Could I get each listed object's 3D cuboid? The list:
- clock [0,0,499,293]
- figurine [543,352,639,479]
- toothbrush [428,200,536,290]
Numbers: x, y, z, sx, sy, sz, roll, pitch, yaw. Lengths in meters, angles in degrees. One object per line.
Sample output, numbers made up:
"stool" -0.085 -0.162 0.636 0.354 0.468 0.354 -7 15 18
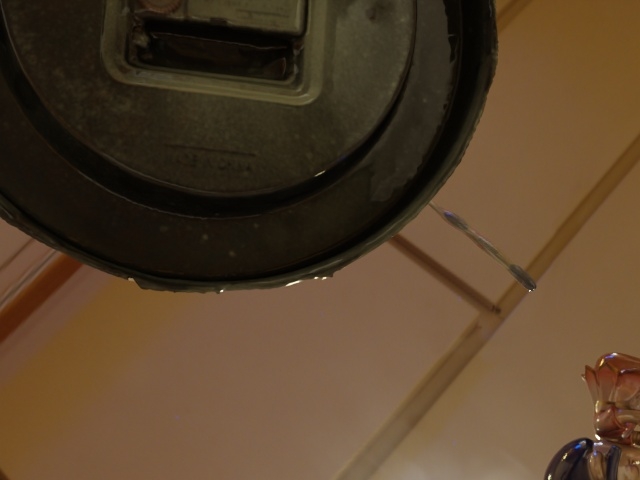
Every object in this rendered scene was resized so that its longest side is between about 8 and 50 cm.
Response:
"clock" -0.069 -0.155 0.503 0.386 0.076 0.386 1 -94 -17
"figurine" 0.251 0.191 0.653 0.102 0.111 0.195 9 -118 35
"toothbrush" 0.214 -0.016 1.113 0.021 0.027 0.269 -45 -118 -2
